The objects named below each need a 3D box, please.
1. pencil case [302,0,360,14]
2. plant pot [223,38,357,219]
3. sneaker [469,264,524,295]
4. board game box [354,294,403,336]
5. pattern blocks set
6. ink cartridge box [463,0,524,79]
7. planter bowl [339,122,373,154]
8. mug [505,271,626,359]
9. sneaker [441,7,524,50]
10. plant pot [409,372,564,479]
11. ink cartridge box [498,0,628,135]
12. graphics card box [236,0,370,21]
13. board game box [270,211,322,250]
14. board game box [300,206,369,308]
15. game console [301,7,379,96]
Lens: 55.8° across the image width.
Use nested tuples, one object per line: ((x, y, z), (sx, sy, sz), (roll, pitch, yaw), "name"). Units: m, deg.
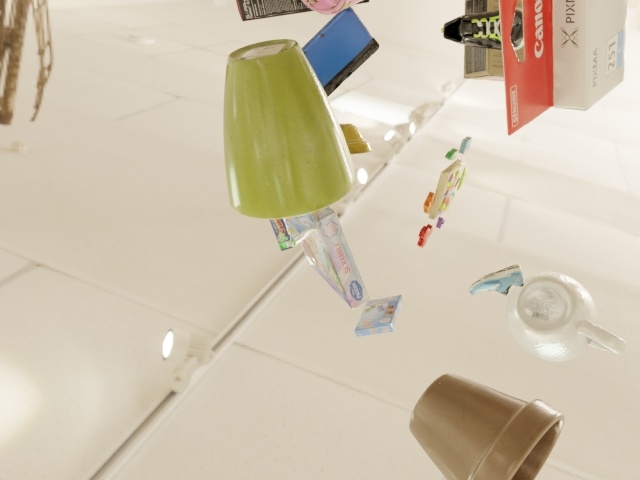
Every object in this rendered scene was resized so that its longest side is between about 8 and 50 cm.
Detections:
((0.102, -0.667, 1.413), (0.160, 0.167, 0.386), (20, -134, 34), "pencil case")
((-0.085, -0.236, 1.208), (0.275, 0.293, 0.275), (-9, -150, 5), "plant pot")
((0.491, 0.127, 1.686), (0.063, 0.162, 0.073), (-20, -95, -54), "sneaker")
((0.241, 0.306, 2.461), (0.160, 0.039, 0.211), (-13, -157, 27), "board game box")
((0.395, -0.154, 1.890), (0.026, 0.325, 0.285), (27, -133, 24), "pattern blocks set")
((0.458, -0.485, 1.464), (0.235, 0.193, 0.088), (-5, -170, -32), "ink cartridge box")
((0.056, -0.320, 1.896), (0.217, 0.090, 0.217), (-3, -166, 1), "planter bowl")
((0.771, 0.255, 1.910), (0.374, 0.276, 0.328), (27, 178, 30), "mug")
((0.344, -0.441, 1.281), (0.097, 0.084, 0.235), (-14, -161, -23), "sneaker")
((0.305, 0.386, 1.185), (0.229, 0.263, 0.263), (31, -147, 35), "plant pot")
((0.364, -0.332, 0.885), (0.261, 0.296, 0.066), (-34, -145, -31), "ink cartridge box")
((-0.028, -0.703, 1.691), (0.371, 0.094, 0.233), (-4, -151, 16), "graphics card box")
((-0.065, -0.068, 1.439), (0.035, 0.136, 0.201), (-17, -170, 23), "board game box")
((0.000, 0.000, 1.767), (0.066, 0.318, 0.319), (-30, -147, -11), "board game box")
((0.006, -0.529, 1.753), (0.173, 0.293, 0.250), (44, -167, -25), "game console")
